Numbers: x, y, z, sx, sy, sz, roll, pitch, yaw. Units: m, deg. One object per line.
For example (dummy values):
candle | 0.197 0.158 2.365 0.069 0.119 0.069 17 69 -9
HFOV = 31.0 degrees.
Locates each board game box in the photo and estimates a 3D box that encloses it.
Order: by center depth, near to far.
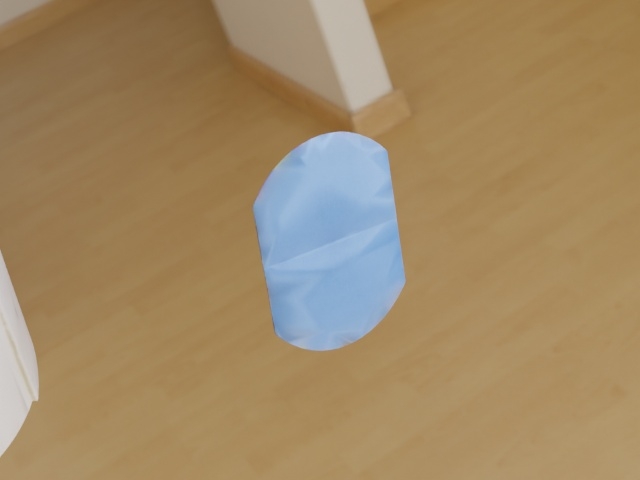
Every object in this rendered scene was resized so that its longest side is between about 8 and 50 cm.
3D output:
board game box | 0.000 0.000 0.889 0.133 0.168 0.033 -22 22 -34

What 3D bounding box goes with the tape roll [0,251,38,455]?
tape roll | -0.359 0.073 0.898 0.246 0.169 0.246 -1 49 1
